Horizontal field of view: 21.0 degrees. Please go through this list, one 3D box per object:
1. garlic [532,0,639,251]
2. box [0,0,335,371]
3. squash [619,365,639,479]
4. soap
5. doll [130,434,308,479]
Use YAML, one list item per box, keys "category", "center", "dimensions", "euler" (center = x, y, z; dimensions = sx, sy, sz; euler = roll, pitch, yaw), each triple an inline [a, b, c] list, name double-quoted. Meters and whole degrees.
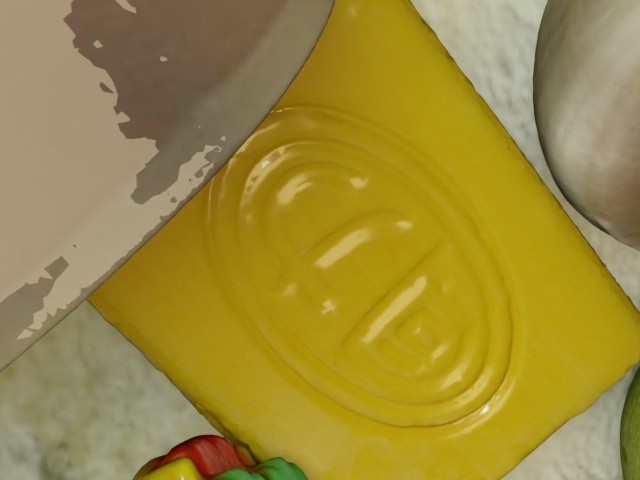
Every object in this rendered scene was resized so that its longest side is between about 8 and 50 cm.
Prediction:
- category: "garlic"
  center: [0.226, -0.104, 0.799]
  dimensions: [0.279, 0.132, 0.325]
  euler: [-34, 142, 4]
- category: "box"
  center: [-0.174, -0.093, 0.577]
  dimensions: [0.301, 0.301, 0.216]
  euler: [-43, 117, 1]
- category: "squash"
  center: [0.237, 0.145, 0.968]
  dimensions: [0.132, 0.132, 0.247]
  euler: [-31, 122, -7]
- category: "soap"
  center: [0.000, 0.000, 0.801]
  dimensions: [0.204, 0.096, 0.324]
  euler: [-43, 125, 0]
- category: "doll"
  center: [-0.162, 0.205, 0.777]
  dimensions: [0.363, 0.182, 0.160]
  euler: [-19, 88, 15]
